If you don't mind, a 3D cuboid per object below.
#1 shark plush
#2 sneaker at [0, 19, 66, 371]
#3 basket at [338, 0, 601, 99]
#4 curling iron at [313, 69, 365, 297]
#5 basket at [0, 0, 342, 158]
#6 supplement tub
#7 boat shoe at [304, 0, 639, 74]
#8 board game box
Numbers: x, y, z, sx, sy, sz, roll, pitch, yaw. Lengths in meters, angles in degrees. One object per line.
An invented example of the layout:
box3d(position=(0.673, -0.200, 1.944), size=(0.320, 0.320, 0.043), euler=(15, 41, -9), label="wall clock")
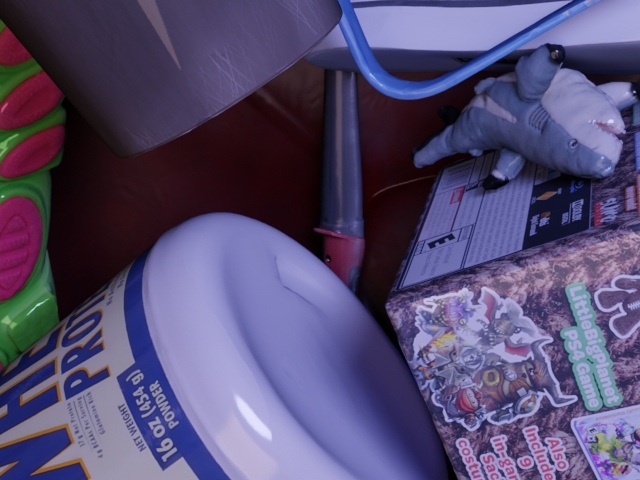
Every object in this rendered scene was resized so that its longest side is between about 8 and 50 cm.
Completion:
box3d(position=(0.100, -0.060, 0.767), size=(0.161, 0.073, 0.067), euler=(-2, 73, 42), label="shark plush")
box3d(position=(-0.279, 0.001, 0.913), size=(0.202, 0.185, 0.483), euler=(45, 130, 36), label="sneaker")
box3d(position=(0.075, -0.239, 0.670), size=(0.254, 0.201, 0.289), euler=(-26, 105, 19), label="basket")
box3d(position=(0.000, 0.000, 0.902), size=(0.068, 0.035, 0.274), euler=(10, 112, 9), label="curling iron")
box3d(position=(-0.100, -0.165, 0.618), size=(0.204, 0.154, 0.227), euler=(-19, 111, 43), label="basket")
box3d(position=(-0.112, 0.162, 0.832), size=(0.325, 0.235, 0.235), euler=(-38, 98, 19), label="supplement tub")
box3d(position=(0.139, -0.151, 0.780), size=(0.306, 0.113, 0.105), euler=(2, 88, 24), label="boat shoe")
box3d(position=(0.207, 0.010, 0.754), size=(0.291, 0.232, 0.141), euler=(-19, 105, 18), label="board game box")
